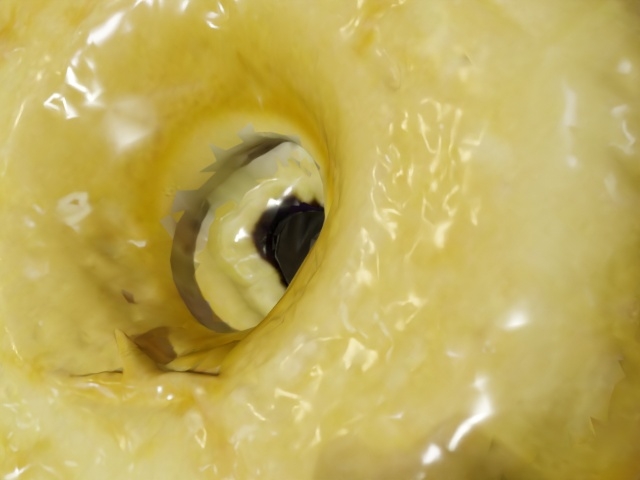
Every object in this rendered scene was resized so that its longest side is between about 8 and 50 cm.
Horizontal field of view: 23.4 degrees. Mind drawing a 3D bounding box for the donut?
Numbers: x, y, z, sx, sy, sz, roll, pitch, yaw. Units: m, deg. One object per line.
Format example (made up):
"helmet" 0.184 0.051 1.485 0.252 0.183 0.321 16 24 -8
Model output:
"donut" 0.000 0.000 0.649 0.448 0.449 0.198 3 167 38
